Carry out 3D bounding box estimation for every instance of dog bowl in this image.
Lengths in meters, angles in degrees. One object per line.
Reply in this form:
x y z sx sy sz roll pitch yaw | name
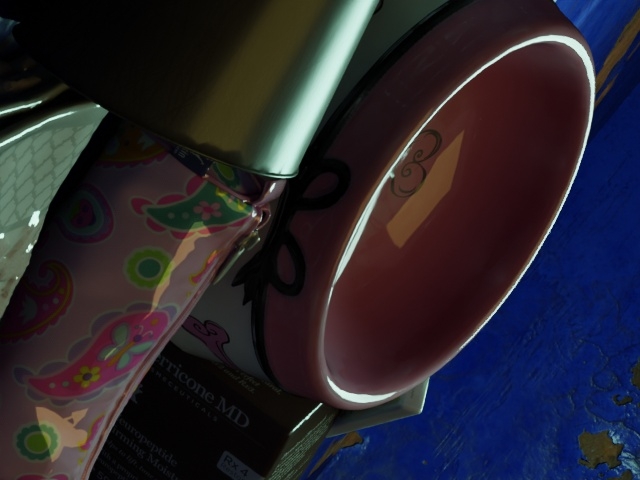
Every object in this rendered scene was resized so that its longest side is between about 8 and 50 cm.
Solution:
0.055 -0.046 1.263 0.408 0.150 0.408 -39 148 -30 | dog bowl

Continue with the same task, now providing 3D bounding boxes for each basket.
-0.028 -0.168 0.844 0.227 0.154 0.204 -60 159 11 | basket

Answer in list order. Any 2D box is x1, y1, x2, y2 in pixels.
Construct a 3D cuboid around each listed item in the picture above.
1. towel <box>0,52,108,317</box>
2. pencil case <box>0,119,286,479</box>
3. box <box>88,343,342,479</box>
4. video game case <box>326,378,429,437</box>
-0.258 0.059 0.838 0.317 0.053 0.332 -59 166 27 | towel
-0.144 0.044 1.077 0.284 0.124 0.124 -55 169 11 | pencil case
-0.089 0.154 1.489 0.167 0.168 0.203 -38 161 -53 | box
0.061 0.074 1.537 0.227 0.026 0.206 151 -44 -65 | video game case
